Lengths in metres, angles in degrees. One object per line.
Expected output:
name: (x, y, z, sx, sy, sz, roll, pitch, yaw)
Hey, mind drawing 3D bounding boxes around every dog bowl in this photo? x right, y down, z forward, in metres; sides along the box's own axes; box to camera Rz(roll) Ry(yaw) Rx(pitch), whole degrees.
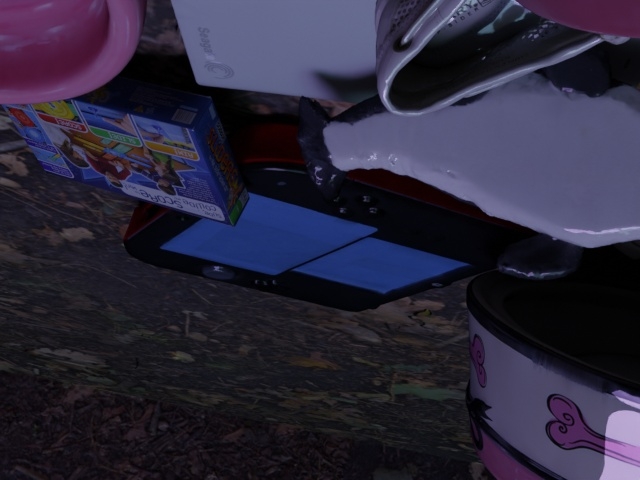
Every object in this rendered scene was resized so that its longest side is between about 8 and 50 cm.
dog bowl: (0.319, 0.155, 0.886, 0.408, 0.150, 0.408, 11, -168, -2)

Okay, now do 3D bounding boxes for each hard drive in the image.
hard drive: (0.058, -0.146, 0.630, 0.307, 0.040, 0.203, 7, 160, 5)

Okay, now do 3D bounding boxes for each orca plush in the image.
orca plush: (0.130, -0.053, 0.649, 0.287, 0.151, 0.102, -7, -175, 32)

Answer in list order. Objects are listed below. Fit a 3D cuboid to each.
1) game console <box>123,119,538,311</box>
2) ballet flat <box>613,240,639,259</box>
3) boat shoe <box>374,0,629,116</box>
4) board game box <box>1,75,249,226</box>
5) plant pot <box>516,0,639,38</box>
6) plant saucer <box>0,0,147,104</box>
game console: (0.000, 0.000, 1.025, 0.342, 0.060, 0.386, 20, 158, -25)
ballet flat: (0.300, -0.014, 0.826, 0.232, 0.073, 0.080, 8, 159, 5)
boat shoe: (0.138, -0.137, 0.468, 0.098, 0.096, 0.277, 37, 134, -26)
board game box: (-0.168, -0.085, 0.815, 0.201, 0.035, 0.136, 16, 152, 19)
plant pot: (0.116, -0.193, 0.286, 0.201, 0.201, 0.180, -3, 141, 30)
plant saucer: (-0.264, -0.196, 0.582, 0.332, 0.084, 0.332, 9, 160, 4)
